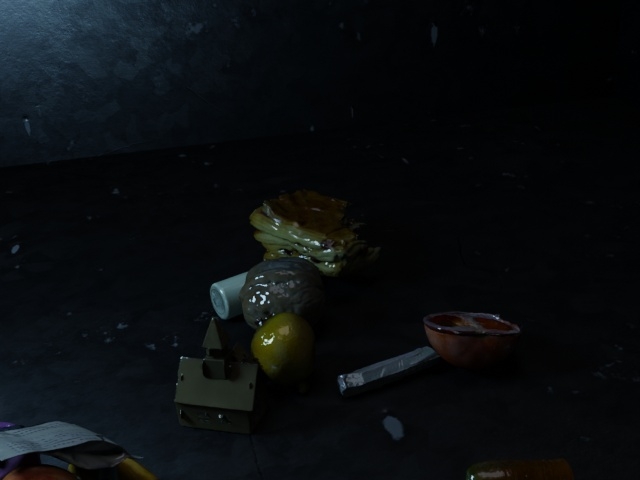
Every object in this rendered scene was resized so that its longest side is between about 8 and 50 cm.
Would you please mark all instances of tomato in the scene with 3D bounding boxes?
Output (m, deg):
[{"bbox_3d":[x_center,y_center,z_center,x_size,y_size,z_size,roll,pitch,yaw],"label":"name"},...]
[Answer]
[{"bbox_3d":[0.346,0.235,1.868,0.228,0.112,0.199,5,10,-1],"label":"tomato"}]

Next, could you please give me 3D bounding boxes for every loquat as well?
[{"bbox_3d":[-0.079,0.255,1.841,0.150,0.204,0.172,-19,-15,-17],"label":"loquat"}]

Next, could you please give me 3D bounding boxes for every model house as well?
[{"bbox_3d":[-0.206,0.262,1.734,0.181,0.248,0.176,5,26,15],"label":"model house"}]

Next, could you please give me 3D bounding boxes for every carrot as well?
[{"bbox_3d":[0.363,0.438,1.470,0.194,0.087,0.087,-4,25,-3],"label":"carrot"}]

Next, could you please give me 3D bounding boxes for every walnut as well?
[{"bbox_3d":[-0.096,0.142,2.041,0.224,0.224,0.224,-3,25,2],"label":"walnut"}]

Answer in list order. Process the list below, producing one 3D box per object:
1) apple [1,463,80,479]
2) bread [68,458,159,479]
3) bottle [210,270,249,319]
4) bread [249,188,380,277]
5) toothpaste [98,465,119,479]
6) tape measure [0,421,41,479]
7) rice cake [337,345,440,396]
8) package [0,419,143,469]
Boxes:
[{"bbox_3d":[-0.486,0.482,1.360,0.164,0.209,0.209,18,30,9],"label":"apple"},{"bbox_3d":[-0.395,0.467,1.538,0.200,0.077,0.116,18,25,38],"label":"bread"},{"bbox_3d":[-0.169,0.128,2.180,0.245,0.104,0.104,-19,29,-28],"label":"bottle"},{"bbox_3d":[0.000,0.000,2.335,0.370,0.191,0.314,23,26,30],"label":"bread"},{"bbox_3d":[-0.365,0.519,1.378,0.075,0.048,0.296,-8,45,-5],"label":"toothpaste"},{"bbox_3d":[-0.660,0.443,1.531,0.245,0.149,0.231,-2,23,1],"label":"tape measure"},{"bbox_3d":[0.157,0.297,1.839,0.270,0.049,0.055,-17,50,-24],"label":"rice cake"},{"bbox_3d":[-0.476,0.365,1.458,0.251,0.062,0.204,15,-11,-37],"label":"package"}]
